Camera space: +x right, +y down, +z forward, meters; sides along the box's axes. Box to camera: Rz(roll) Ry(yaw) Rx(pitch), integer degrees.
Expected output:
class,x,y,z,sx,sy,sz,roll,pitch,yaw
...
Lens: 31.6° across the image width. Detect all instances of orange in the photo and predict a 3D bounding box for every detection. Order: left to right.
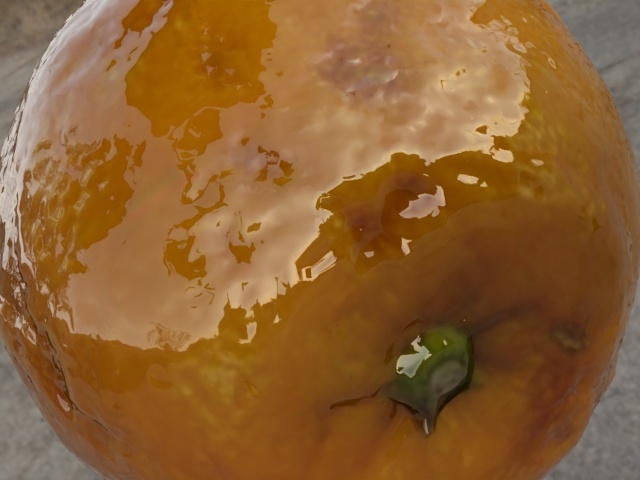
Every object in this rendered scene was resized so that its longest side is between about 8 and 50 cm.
class,x,y,z,sx,sy,sz,roll,pitch,yaw
orange,0.000,0.000,0.460,0.261,0.261,0.261,-26,24,12
